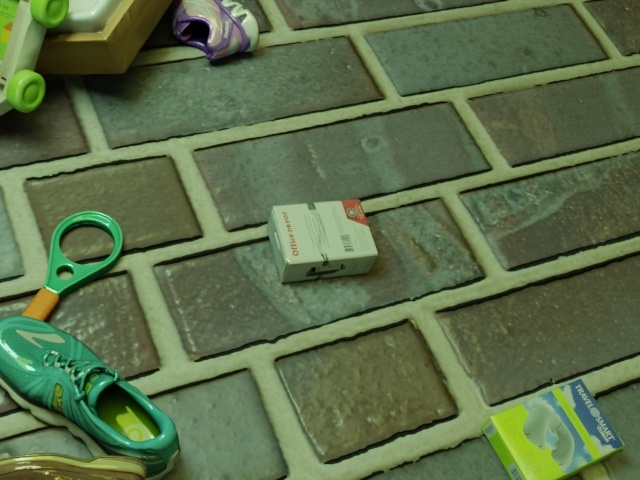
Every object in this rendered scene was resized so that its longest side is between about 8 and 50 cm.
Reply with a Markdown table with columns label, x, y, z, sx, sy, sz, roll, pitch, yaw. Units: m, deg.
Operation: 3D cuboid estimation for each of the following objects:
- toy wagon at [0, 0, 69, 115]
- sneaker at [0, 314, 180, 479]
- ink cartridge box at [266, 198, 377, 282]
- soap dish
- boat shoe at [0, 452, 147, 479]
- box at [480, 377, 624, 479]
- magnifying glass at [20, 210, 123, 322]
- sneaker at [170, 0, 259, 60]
| label | x | y | z | sx | sy | sz | roll | pitch | yaw |
| --- | --- | --- | --- | --- | --- | --- | --- | --- | --- |
| toy wagon | -0.462 | -0.338 | 1.182 | 0.267 | 0.345 | 0.068 | 25 | 13 | 18 |
| sneaker | -0.271 | 0.169 | 1.011 | 0.275 | 0.110 | 0.107 | 33 | 54 | 8 |
| ink cartridge box | 0.000 | 0.000 | 1.234 | 0.135 | 0.056 | 0.099 | -5 | 58 | -19 |
| soap dish | -0.342 | -0.369 | 1.311 | 0.228 | 0.118 | 0.291 | 4 | 51 | 23 |
| boat shoe | -0.271 | 0.262 | 0.908 | 0.177 | 0.064 | 0.060 | 5 | 50 | -16 |
| box | 0.316 | 0.258 | 1.154 | 0.178 | 0.042 | 0.109 | -17 | 63 | -24 |
| magnifying glass | -0.337 | 0.051 | 1.128 | 0.092 | 0.026 | 0.231 | 25 | 55 | 3 |
| sneaker | -0.211 | -0.379 | 1.418 | 0.104 | 0.095 | 0.236 | -39 | 74 | -25 |
